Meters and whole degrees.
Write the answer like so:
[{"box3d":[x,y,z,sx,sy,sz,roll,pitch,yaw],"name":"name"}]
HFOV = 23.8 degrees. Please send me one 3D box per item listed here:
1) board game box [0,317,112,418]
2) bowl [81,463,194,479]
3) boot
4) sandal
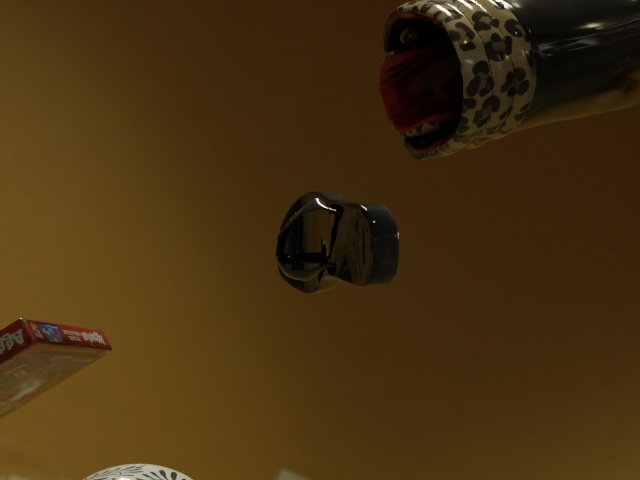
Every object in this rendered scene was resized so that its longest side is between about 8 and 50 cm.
[{"box3d":[-0.279,0.120,1.334,0.027,0.145,0.281,60,2,7],"name":"board game box"},{"box3d":[-0.145,0.228,1.028,0.170,0.170,0.080,13,-14,22],"name":"bowl"},{"box3d":[0.184,-0.154,1.242,0.284,0.138,0.377,-15,8,-14],"name":"boot"},{"box3d":[0.000,-0.001,1.409,0.054,0.097,0.254,-3,-3,-20],"name":"sandal"}]
